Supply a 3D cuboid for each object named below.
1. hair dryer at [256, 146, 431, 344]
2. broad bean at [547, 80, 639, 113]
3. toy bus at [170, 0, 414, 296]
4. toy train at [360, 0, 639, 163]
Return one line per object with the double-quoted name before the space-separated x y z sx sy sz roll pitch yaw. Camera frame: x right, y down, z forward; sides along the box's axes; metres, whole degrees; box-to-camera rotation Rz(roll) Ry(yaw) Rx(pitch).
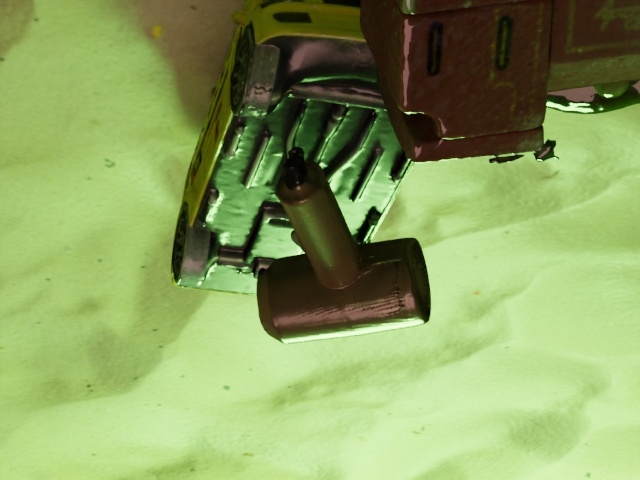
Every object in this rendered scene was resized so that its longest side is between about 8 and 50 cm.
"hair dryer" 0.000 0.000 1.133 0.117 0.064 0.181 -8 141 14
"broad bean" 0.183 -0.118 1.201 0.255 0.046 0.065 -2 138 8
"toy bus" -0.011 -0.079 1.194 0.144 0.152 0.330 8 148 -13
"toy train" 0.163 -0.170 0.967 0.304 0.150 0.221 -8 126 -8
